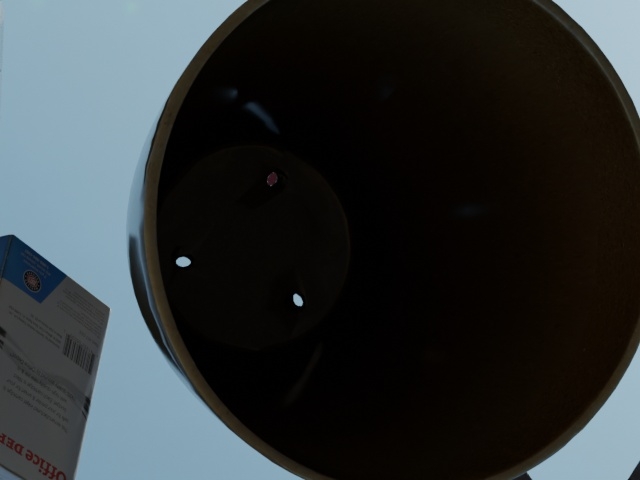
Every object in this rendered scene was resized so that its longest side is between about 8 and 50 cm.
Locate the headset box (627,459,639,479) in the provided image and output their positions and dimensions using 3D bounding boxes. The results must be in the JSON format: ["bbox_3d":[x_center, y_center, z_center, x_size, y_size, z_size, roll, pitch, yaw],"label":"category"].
[{"bbox_3d":[0.370,0.225,1.435,0.283,0.131,0.246,41,-156,27],"label":"headset box"}]

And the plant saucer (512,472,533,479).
[{"bbox_3d":[0.143,0.189,1.871,0.029,0.168,0.168,-41,-131,-7],"label":"plant saucer"}]

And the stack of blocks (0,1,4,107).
[{"bbox_3d":[-0.283,-0.123,1.165,0.171,0.087,0.297,2,176,-5],"label":"stack of blocks"}]

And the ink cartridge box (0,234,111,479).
[{"bbox_3d":[-0.258,0.113,1.641,0.082,0.139,0.191,-10,-125,32],"label":"ink cartridge box"}]

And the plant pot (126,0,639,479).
[{"bbox_3d":[0.000,0.000,0.962,0.237,0.237,0.254,-2,177,-19],"label":"plant pot"}]

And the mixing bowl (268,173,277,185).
[{"bbox_3d":[-0.068,-0.092,1.723,0.181,0.181,0.098,34,-160,32],"label":"mixing bowl"}]
